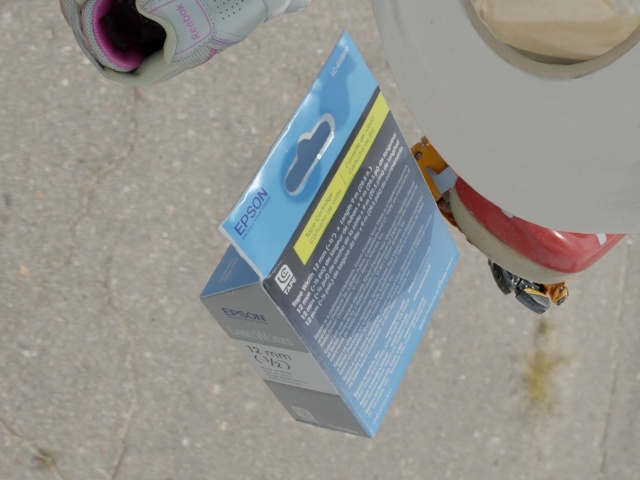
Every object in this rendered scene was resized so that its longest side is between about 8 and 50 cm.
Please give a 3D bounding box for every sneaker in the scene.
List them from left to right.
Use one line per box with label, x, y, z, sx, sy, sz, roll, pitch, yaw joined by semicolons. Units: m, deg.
sneaker;-0.120;-0.158;0.733;0.111;0.252;0.103;-39;113;-26

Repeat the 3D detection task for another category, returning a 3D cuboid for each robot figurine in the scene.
robot figurine;0.240;-0.036;1.519;0.291;0.085;0.211;49;29;0

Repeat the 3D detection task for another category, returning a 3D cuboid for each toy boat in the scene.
toy boat;0.230;-0.067;1.058;0.231;0.151;0.151;-35;158;-39

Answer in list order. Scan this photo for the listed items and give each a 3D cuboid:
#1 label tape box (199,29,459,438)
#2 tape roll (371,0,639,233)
label tape box;0.000;0.000;1.140;0.249;0.115;0.347;-61;139;-28
tape roll;0.137;-0.146;0.489;0.100;0.286;0.286;-9;101;-32
